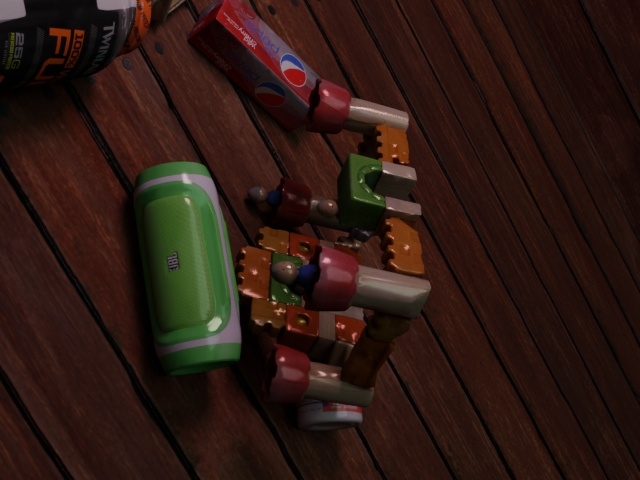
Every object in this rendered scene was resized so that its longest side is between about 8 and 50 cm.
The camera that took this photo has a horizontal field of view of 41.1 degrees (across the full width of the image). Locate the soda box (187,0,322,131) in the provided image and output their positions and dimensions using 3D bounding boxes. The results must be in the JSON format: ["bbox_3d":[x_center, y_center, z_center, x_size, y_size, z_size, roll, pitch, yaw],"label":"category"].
[{"bbox_3d":[-0.108,-0.320,1.545,0.263,0.083,0.092,40,46,-28],"label":"soda box"}]

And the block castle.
[{"bbox_3d":[0.000,0.000,1.287,0.213,0.303,0.453,12,43,-12],"label":"block castle"}]

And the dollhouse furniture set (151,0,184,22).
[{"bbox_3d":[-0.306,-0.440,1.405,0.161,0.101,0.182,34,46,0],"label":"dollhouse furniture set"}]

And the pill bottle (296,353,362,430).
[{"bbox_3d":[0.010,0.211,1.413,0.108,0.108,0.193,16,62,-43],"label":"pill bottle"}]

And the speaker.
[{"bbox_3d":[-0.195,0.041,1.251,0.131,0.131,0.296,3,70,-47],"label":"speaker"}]

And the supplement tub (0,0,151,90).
[{"bbox_3d":[-0.401,-0.306,1.122,0.338,0.207,0.207,-26,93,-49],"label":"supplement tub"}]
